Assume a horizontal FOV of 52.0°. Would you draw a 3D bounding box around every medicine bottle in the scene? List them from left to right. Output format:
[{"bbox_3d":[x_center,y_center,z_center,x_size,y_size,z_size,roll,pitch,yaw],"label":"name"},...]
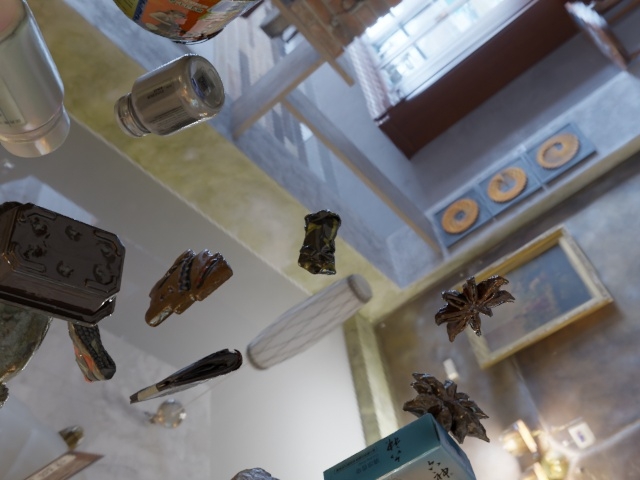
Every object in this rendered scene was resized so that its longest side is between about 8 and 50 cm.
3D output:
[{"bbox_3d":[-0.547,-0.284,1.146,0.293,0.170,0.170,93,153,-62],"label":"medicine bottle"},{"bbox_3d":[-0.317,-0.288,1.357,0.135,0.215,0.135,37,-135,-49],"label":"medicine bottle"}]

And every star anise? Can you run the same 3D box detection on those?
[{"bbox_3d":[0.244,0.322,1.290,0.195,0.065,0.182,4,-150,-28],"label":"star anise"},{"bbox_3d":[0.233,0.098,1.023,0.141,0.141,0.042,34,-161,-43],"label":"star anise"}]

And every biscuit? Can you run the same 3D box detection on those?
[{"bbox_3d":[-0.357,0.105,1.805,0.043,0.302,0.278,52,-145,-30],"label":"biscuit"}]

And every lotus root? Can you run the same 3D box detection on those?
[{"bbox_3d":[-0.597,0.143,1.238,0.175,0.175,0.349,34,-121,-42],"label":"lotus root"}]

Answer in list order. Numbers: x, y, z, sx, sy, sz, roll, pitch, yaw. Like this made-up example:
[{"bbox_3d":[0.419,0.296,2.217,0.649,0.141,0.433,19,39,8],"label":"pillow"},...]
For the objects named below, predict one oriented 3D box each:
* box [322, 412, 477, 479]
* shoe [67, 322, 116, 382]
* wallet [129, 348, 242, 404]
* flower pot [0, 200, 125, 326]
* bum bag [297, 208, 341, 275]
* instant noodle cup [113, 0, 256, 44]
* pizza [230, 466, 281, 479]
[{"bbox_3d":[0.138,0.421,1.155,0.142,0.232,0.083,51,-165,-28],"label":"box"},{"bbox_3d":[-0.571,0.258,1.586,0.194,0.077,0.074,63,-156,-2],"label":"shoe"},{"bbox_3d":[-0.377,0.384,1.845,0.262,0.221,0.071,-13,-101,-51],"label":"wallet"},{"bbox_3d":[-0.430,0.029,1.085,0.251,0.084,0.178,26,-129,-39],"label":"flower pot"},{"bbox_3d":[0.000,0.000,1.749,0.107,0.060,0.232,9,-134,-4],"label":"bum bag"},{"bbox_3d":[-0.179,-0.429,0.934,0.297,0.214,0.296,5,-101,-28],"label":"instant noodle cup"},{"bbox_3d":[-0.076,0.597,1.383,0.278,0.114,0.409,32,177,-28],"label":"pizza"}]
